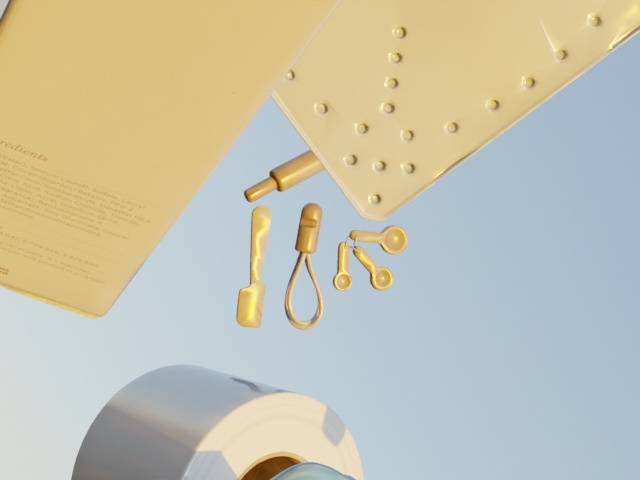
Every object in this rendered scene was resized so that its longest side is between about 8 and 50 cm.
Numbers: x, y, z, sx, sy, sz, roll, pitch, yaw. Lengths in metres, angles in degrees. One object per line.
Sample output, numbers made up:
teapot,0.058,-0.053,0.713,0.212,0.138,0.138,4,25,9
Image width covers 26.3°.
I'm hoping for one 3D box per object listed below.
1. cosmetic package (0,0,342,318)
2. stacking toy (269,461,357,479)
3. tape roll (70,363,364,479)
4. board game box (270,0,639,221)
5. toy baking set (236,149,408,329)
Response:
cosmetic package,-0.117,-0.143,0.825,0.156,0.217,0.385,21,-37,-21
stacking toy,-0.004,0.215,0.651,0.175,0.166,0.302,49,-3,5
tape roll,-0.099,0.254,1.341,0.169,0.246,0.246,9,-51,47
board game box,0.085,-0.282,1.244,0.390,0.390,0.050,53,2,-4
toy baking set,-0.001,-0.007,1.605,0.030,0.256,0.196,3,-64,68
